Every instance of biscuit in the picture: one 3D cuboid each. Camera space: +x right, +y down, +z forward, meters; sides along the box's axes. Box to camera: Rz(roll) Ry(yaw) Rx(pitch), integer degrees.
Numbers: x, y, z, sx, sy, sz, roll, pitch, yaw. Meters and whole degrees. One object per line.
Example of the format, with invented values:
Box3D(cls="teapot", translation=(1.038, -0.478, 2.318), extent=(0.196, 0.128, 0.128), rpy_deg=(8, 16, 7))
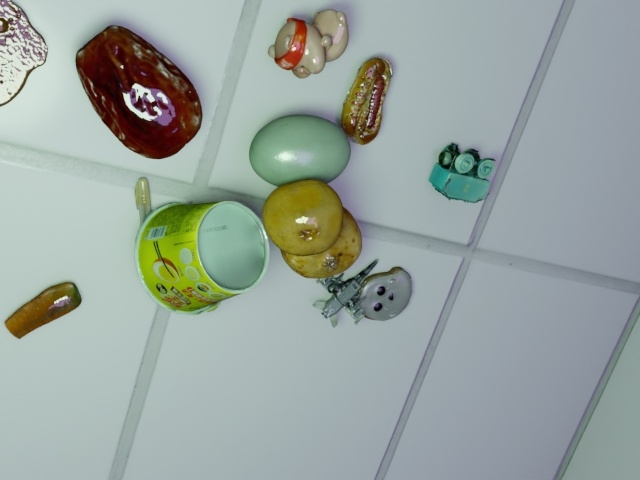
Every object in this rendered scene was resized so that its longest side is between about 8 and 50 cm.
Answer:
Box3D(cls="biscuit", translation=(0.212, 0.185, 2.171), extent=(0.208, 0.049, 0.181), rpy_deg=(-13, 115, -22))
Box3D(cls="biscuit", translation=(-0.760, -0.432, 1.434), extent=(0.257, 0.049, 0.273), rpy_deg=(-49, 124, -4))

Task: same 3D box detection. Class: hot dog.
Box3D(cls="hot dog", translation=(0.132, -0.398, 1.875), extent=(0.131, 0.069, 0.253), rpy_deg=(9, 105, -28))

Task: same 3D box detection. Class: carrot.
Box3D(cls="carrot", translation=(-0.713, 0.176, 1.693), extent=(0.193, 0.087, 0.087), rpy_deg=(-29, 120, -10))

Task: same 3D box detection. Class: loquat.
Box3D(cls="loquat", translation=(-0.042, -0.059, 1.683), extent=(0.208, 0.208, 0.208), rpy_deg=(-10, 115, -22))

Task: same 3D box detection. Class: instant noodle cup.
Box3D(cls="instant noodle cup", translation=(-0.286, 0.035, 1.682), extent=(0.311, 0.221, 0.312), rpy_deg=(11, 74, -45))

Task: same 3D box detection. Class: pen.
Box3D(cls="pen", translation=(-0.468, -0.053, 1.747), extent=(0.040, 0.032, 0.234), rpy_deg=(2, 112, -2))

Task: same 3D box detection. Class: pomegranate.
Box3D(cls="pomegranate", translation=(0.000, 0.000, 1.882), extent=(0.248, 0.248, 0.248), rpy_deg=(-10, 115, -22))

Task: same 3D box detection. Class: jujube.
Box3D(cls="jujube", translation=(-0.424, -0.346, 1.555), extent=(0.223, 0.223, 0.318), rpy_deg=(-42, 115, -5))

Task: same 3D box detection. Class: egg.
Box3D(cls="egg", translation=(-0.053, -0.237, 1.771), extent=(0.282, 0.203, 0.203), rpy_deg=(-10, 115, -19))

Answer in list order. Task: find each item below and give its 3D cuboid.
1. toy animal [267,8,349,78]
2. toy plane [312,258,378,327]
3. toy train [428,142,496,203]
Box3D(cls="toy animal", translation=(-0.028, -0.506, 1.702), extent=(0.197, 0.171, 0.171), rpy_deg=(-27, 120, -17))
Box3D(cls="toy plane", translation=(0.098, 0.148, 2.077), extent=(0.262, 0.088, 0.192), rpy_deg=(-44, 95, -8))
Box3D(cls="toy train", translation=(0.451, -0.210, 2.090), extent=(0.203, 0.112, 0.163), rpy_deg=(9, 113, -28))
